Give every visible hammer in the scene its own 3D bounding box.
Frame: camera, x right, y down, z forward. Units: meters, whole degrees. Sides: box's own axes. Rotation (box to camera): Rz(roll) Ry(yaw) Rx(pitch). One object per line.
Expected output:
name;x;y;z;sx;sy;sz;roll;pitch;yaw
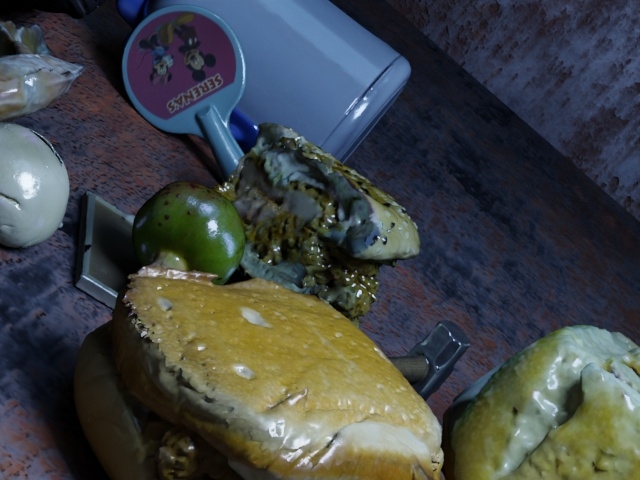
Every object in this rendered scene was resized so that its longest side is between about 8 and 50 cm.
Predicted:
hammer;0.036;0.134;1.751;0.043;0.111;0.365;47;20;24

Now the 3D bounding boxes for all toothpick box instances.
toothpick box;-0.092;-0.234;2.188;0.354;0.263;0.263;40;18;1

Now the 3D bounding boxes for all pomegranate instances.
pomegranate;-0.136;0.009;1.651;0.114;0.114;0.142;38;42;-7

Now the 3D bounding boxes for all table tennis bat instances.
table tennis bat;-0.147;-0.171;2.082;0.244;0.153;0.040;63;6;0

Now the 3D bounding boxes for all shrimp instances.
shrimp;-0.322;-0.160;1.613;0.446;0.221;0.110;-85;169;-77

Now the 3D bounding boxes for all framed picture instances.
framed picture;-0.127;0.064;1.725;0.281;0.019;0.209;35;18;-18

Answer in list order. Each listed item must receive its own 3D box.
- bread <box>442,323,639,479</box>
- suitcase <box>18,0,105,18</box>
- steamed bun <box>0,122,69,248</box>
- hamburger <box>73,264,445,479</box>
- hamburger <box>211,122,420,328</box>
bread;0.298;0.222;1.858;0.264;0.239;0.395;46;16;16
suitcase;-0.347;-0.430;1.965;0.345;0.188;0.339;54;-10;-19
steamed bun;-0.289;-0.058;1.565;0.130;0.091;0.112;47;20;19
hamburger;-0.050;0.148;1.423;0.304;0.174;0.284;21;24;-46
hamburger;0.000;0.000;1.862;0.192;0.168;0.288;29;7;-43
